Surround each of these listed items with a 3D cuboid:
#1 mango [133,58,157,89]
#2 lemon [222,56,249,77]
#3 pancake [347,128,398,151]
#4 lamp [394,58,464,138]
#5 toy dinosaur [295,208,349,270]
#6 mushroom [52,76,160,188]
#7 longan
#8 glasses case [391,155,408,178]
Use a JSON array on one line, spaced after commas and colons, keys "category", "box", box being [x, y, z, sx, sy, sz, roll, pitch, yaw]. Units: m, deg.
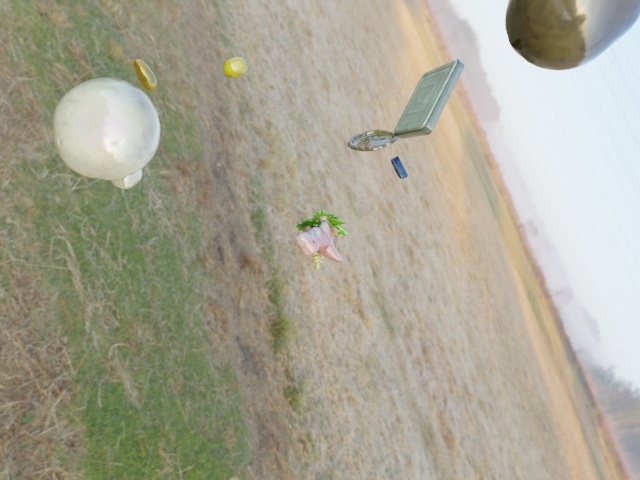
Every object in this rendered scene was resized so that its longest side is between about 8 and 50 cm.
[{"category": "mango", "box": [-0.622, -0.588, 1.775, 0.079, 0.057, 0.114, 52, -10, 52]}, {"category": "lemon", "box": [-0.347, -0.712, 2.057, 0.082, 0.110, 0.082, 60, -13, 23]}, {"category": "pancake", "box": [0.203, -0.389, 1.945, 0.199, 0.199, 0.021, -83, 163, -57]}, {"category": "lamp", "box": [0.374, -0.487, 1.754, 0.047, 0.266, 0.269, 28, 0, -16]}, {"category": "toy dinosaur", "box": [0.007, -0.002, 1.458, 0.194, 0.152, 0.177, 55, 19, -37]}, {"category": "mushroom", "box": [-0.648, -0.303, 1.501, 0.315, 0.356, 0.315, 21, 25, -10]}, {"category": "longan", "box": [0.586, -0.548, 1.168, 0.297, 0.297, 0.297, 54, 22, -34]}, {"category": "glasses case", "box": [0.272, -0.252, 1.744, 0.083, 0.033, 0.023, 64, -21, 7]}]
